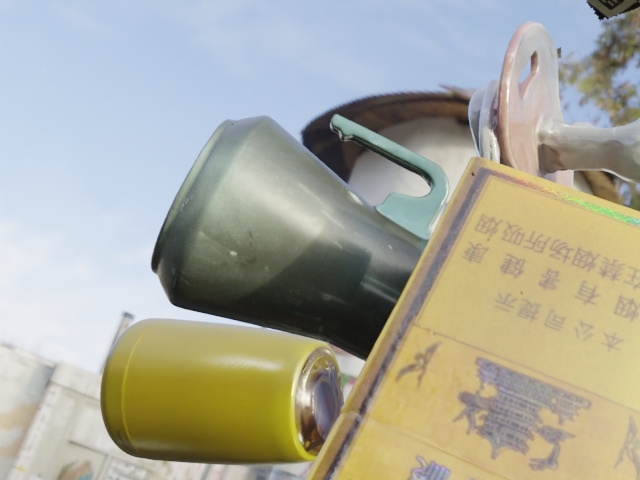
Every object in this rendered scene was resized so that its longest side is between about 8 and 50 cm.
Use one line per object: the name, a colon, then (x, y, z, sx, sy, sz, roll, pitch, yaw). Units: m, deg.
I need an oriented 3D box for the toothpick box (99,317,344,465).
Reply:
toothpick box: (-0.109, 0.184, 1.175, 0.271, 0.175, 0.175, 0, -27, 25)

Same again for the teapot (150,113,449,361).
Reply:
teapot: (0.000, 0.000, 0.803, 0.225, 0.203, 0.171, 27, -12, 0)

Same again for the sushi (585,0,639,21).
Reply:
sushi: (0.302, -0.337, 1.016, 0.192, 0.043, 0.279, -14, -45, 44)

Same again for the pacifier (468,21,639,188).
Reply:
pacifier: (0.307, -0.123, 1.282, 0.273, 0.220, 0.332, -19, -56, 0)

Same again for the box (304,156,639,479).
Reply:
box: (0.125, 0.107, 0.604, 0.192, 0.301, 0.084, 21, -30, 18)
